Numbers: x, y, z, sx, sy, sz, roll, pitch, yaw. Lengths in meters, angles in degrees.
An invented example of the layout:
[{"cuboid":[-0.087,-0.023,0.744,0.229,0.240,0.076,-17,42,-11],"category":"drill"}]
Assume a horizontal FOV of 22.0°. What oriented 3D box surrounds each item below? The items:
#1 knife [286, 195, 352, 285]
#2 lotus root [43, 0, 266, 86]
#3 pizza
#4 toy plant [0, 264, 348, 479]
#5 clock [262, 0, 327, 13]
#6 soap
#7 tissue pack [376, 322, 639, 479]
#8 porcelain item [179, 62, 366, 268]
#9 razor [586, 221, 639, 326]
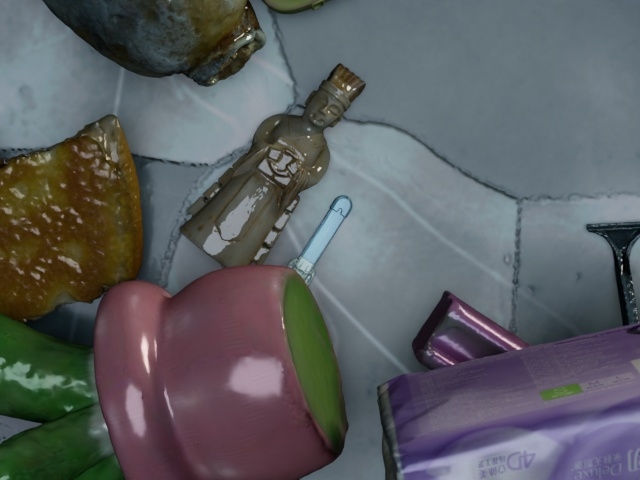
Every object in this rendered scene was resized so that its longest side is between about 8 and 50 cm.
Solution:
[{"cuboid":[0.000,0.000,1.524,0.027,0.010,0.096,32,90,-1],"category":"knife"},{"cuboid":[-0.193,-0.278,1.429,0.175,0.175,0.349,-45,88,2],"category":"lotus root"},{"cuboid":[-0.302,-0.012,1.495,0.297,0.071,0.189,-13,110,5],"category":"pizza"},{"cuboid":[-0.157,0.168,1.430,0.356,0.210,0.317,-17,103,5],"category":"toy plant"},{"cuboid":[-0.015,-0.333,1.478,0.170,0.069,0.232,-24,92,2],"category":"clock"},{"cuboid":[0.181,0.128,1.475,0.203,0.122,0.065,34,93,-3],"category":"soap"},{"cuboid":[0.217,0.169,1.296,0.338,0.242,0.160,-13,97,2],"category":"tissue pack"},{"cuboid":[-0.035,-0.069,1.499,0.084,0.054,0.213,38,92,-3],"category":"porcelain item"},{"cuboid":[0.284,0.072,1.486,0.066,0.033,0.190,-4,63,0],"category":"razor"}]
